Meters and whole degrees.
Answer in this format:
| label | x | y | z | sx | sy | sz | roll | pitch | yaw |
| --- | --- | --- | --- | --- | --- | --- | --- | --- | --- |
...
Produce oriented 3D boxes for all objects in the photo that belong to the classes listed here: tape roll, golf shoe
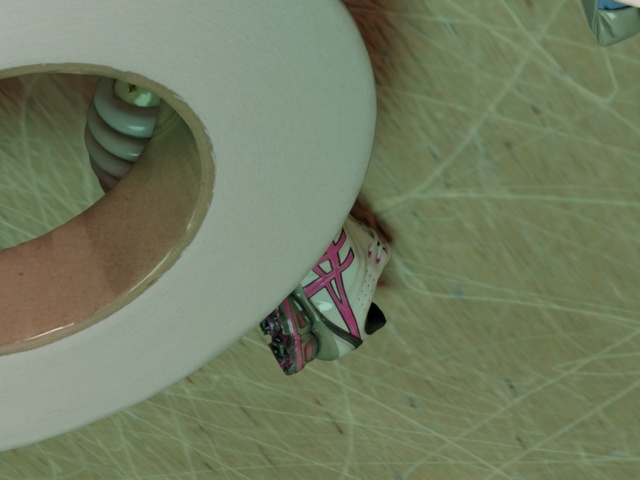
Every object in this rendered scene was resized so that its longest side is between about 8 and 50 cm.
| label | x | y | z | sx | sy | sz | roll | pitch | yaw |
| --- | --- | --- | --- | --- | --- | --- | --- | --- | --- |
| tape roll | -0.161 | -0.029 | 0.853 | 0.392 | 0.072 | 0.392 | -18 | 144 | -13 |
| golf shoe | 0.000 | 0.000 | 1.068 | 0.086 | 0.067 | 0.186 | -19 | 138 | -15 |

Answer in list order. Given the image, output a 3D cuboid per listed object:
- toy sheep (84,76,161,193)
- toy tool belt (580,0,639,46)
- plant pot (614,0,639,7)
| label | x | y | z | sx | sy | sz | roll | pitch | yaw |
| --- | --- | --- | --- | --- | --- | --- | --- | --- | --- |
| toy sheep | -0.092 | -0.058 | 0.992 | 0.091 | 0.091 | 0.132 | 14 | 131 | 11 |
| toy tool belt | 0.146 | -0.127 | 0.780 | 0.051 | 0.052 | 0.083 | -15 | 149 | -2 |
| plant pot | 0.093 | -0.212 | 0.490 | 0.284 | 0.284 | 0.191 | 29 | -175 | -16 |
